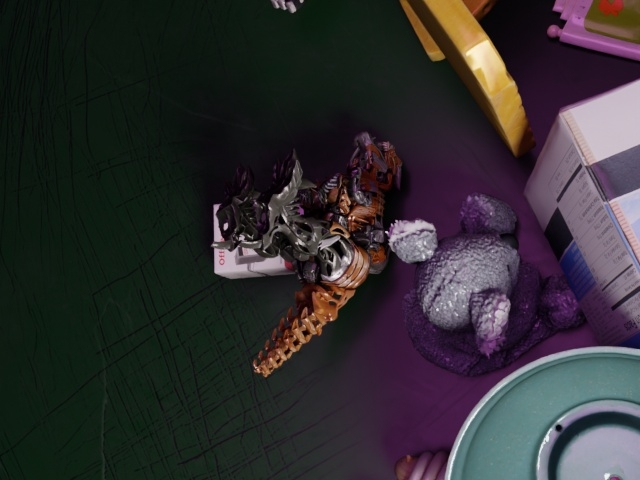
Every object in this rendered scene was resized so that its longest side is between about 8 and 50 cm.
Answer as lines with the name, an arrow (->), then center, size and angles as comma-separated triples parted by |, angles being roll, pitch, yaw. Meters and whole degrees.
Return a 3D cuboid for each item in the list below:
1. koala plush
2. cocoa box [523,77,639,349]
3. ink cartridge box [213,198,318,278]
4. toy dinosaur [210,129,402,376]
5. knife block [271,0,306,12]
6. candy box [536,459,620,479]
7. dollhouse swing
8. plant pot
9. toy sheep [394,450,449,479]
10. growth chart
koala plush -> 0.166, 0.057, 0.892 | 0.203, 0.221, 0.196 | -42, 70, 8
cocoa box -> 0.417, -0.049, 0.781 | 0.347, 0.231, 0.228 | -21, 73, 0
ink cartridge box -> -0.074, -0.004, 1.080 | 0.135, 0.056, 0.099 | -6, 79, 18
toy dinosaur -> 0.000, 0.000, 0.966 | 0.164, 0.218, 0.322 | -29, 38, 41
knife block -> 0.012, -0.445, 1.070 | 0.275, 0.088, 0.242 | -22, 57, 28
candy box -> 0.307, 0.318, 0.883 | 0.109, 0.053, 0.187 | -29, 73, 13
dollhouse swing -> 0.204, -0.324, 0.882 | 0.315, 0.347, 0.305 | -48, 68, 6
plant pot -> 0.281, 0.245, 0.768 | 0.293, 0.196, 0.293 | -2, 84, 20
toy sheep -> 0.146, 0.289, 0.928 | 0.132, 0.091, 0.091 | 19, 87, 22
growth chart -> 0.381, -0.339, 0.999 | 0.172, 0.021, 0.237 | 11, 85, 20
